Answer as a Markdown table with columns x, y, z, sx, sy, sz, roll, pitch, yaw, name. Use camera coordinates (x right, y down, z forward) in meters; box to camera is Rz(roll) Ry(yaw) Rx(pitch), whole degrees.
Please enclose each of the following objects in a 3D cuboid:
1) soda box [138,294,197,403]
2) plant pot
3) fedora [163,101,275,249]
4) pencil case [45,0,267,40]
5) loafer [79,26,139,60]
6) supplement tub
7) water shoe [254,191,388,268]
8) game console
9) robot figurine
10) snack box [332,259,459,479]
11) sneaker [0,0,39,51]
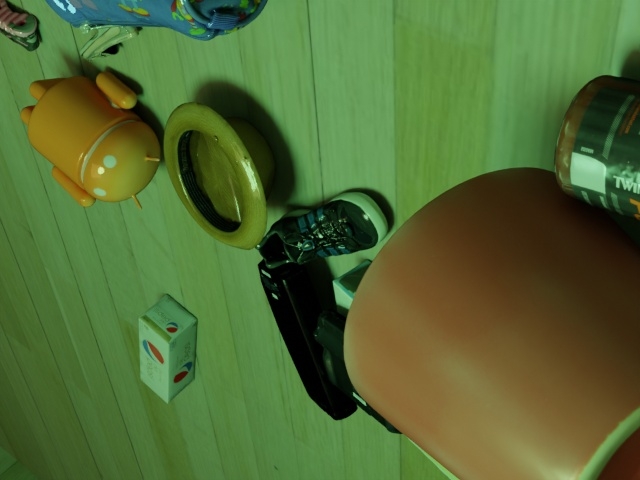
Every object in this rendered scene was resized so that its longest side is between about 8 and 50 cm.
| x | y | z | sx | sy | sz | roll | pitch | yaw | name |
| --- | --- | --- | --- | --- | --- | --- | --- | --- | --- |
| -0.262 | 0.189 | 1.743 | 0.074 | 0.069 | 0.216 | 37 | 147 | 18 | soda box |
| 0.195 | 0.109 | 0.825 | 0.243 | 0.275 | 0.274 | 46 | 156 | 47 | plant pot |
| -0.109 | -0.086 | 1.239 | 0.194 | 0.079 | 0.194 | 30 | 136 | 33 | fedora |
| -0.186 | -0.281 | 1.078 | 0.306 | 0.119 | 0.133 | 15 | 106 | 43 | pencil case |
| -0.270 | -0.252 | 1.294 | 0.039 | 0.045 | 0.125 | 48 | 147 | -12 | loafer |
| 0.283 | -0.055 | 0.758 | 0.198 | 0.106 | 0.106 | 22 | 140 | 38 | supplement tub |
| 0.000 | 0.000 | 1.195 | 0.073 | 0.080 | 0.203 | 56 | 148 | -13 | water shoe |
| 0.022 | 0.145 | 1.243 | 0.361 | 0.044 | 0.213 | 29 | 142 | 65 | game console |
| -0.307 | -0.139 | 1.382 | 0.219 | 0.158 | 0.128 | 38 | 170 | 17 | robot figurine |
| 0.139 | 0.180 | 1.176 | 0.322 | 0.060 | 0.187 | 40 | 151 | 40 | snack box |
| -0.446 | -0.307 | 1.458 | 0.119 | 0.047 | 0.057 | 33 | 157 | 26 | sneaker |
